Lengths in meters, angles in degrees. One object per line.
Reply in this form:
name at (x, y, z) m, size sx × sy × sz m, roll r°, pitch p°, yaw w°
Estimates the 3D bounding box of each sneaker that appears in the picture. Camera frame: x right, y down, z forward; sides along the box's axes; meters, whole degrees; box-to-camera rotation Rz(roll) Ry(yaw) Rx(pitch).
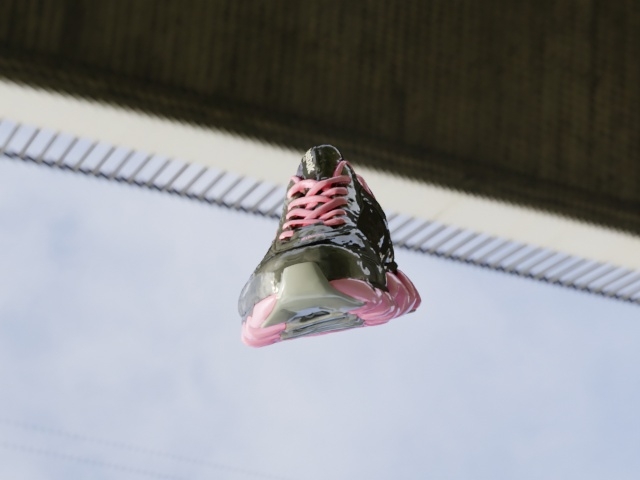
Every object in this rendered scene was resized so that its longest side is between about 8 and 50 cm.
sneaker at (0.000, 0.000, 0.504) m, size 0.047 × 0.119 × 0.057 m, roll -9°, pitch -91°, yaw 7°
